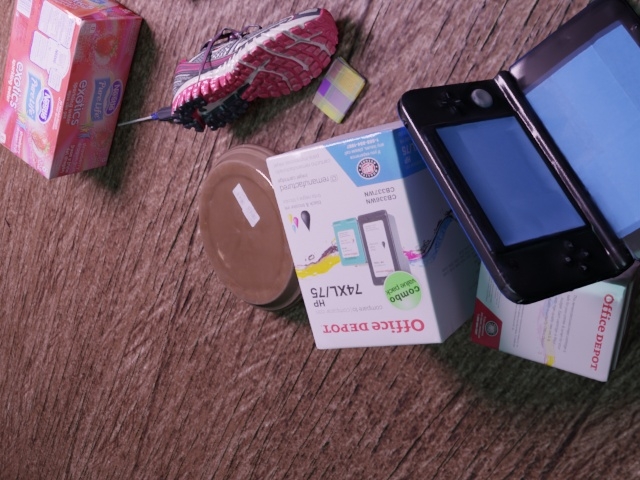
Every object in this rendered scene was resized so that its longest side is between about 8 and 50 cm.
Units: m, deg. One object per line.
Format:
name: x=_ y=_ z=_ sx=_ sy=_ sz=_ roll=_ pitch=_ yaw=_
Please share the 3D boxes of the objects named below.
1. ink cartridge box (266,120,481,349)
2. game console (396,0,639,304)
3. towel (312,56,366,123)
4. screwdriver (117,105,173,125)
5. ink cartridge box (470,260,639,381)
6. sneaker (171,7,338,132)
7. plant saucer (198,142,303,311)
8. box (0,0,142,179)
ink cartridge box: x=0.089 y=-0.015 z=1.026 sx=0.198 sy=0.197 sz=0.270 roll=-9 pitch=101 yaw=35
game console: x=0.271 y=-0.112 z=0.843 sx=0.293 sy=0.250 sz=0.173 roll=64 pitch=149 yaw=23
towel: x=0.027 y=-0.220 z=1.115 sx=0.060 sy=0.009 sz=0.083 roll=42 pitch=124 yaw=14
screwdriver: x=-0.303 y=-0.213 z=1.323 sx=0.170 sy=0.025 sz=0.024 roll=-5 pitch=103 yaw=33
ink cartridge box: x=0.300 y=0.076 z=0.962 sx=0.176 sy=0.127 sz=0.128 roll=16 pitch=113 yaw=28
sneaker: x=-0.112 y=-0.272 z=1.130 sx=0.299 sy=0.121 sz=0.112 roll=-19 pitch=64 yaw=28
plant saucer: x=-0.111 y=-0.015 z=1.217 sx=0.278 sy=0.041 sz=0.278 roll=17 pitch=114 yaw=43
box: x=-0.439 y=-0.278 z=1.316 sx=0.154 sy=0.142 sz=0.300 roll=34 pitch=121 yaw=19
